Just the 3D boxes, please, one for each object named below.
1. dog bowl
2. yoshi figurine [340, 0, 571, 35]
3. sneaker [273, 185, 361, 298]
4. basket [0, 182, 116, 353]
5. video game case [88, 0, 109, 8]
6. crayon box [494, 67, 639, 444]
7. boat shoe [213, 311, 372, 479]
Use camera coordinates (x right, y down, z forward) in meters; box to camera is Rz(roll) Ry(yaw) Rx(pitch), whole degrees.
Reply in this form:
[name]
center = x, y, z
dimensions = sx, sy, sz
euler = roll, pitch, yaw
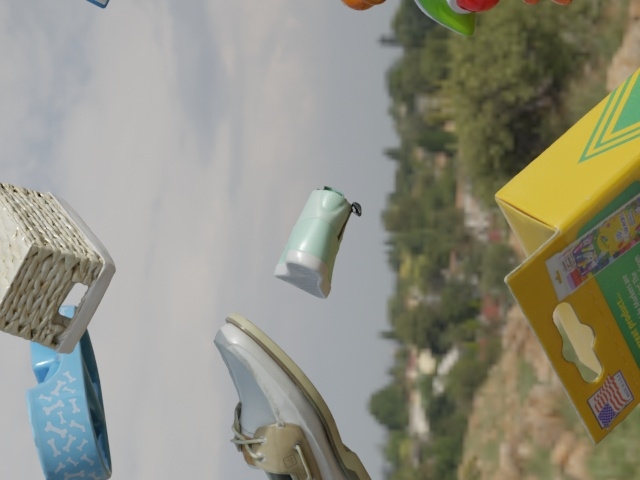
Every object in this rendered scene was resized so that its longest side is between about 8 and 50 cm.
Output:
[dog bowl]
center = -0.326, 0.200, 1.876
dimensions = 0.297, 0.074, 0.166
euler = -108, 5, -49
[yoshi figurine]
center = 0.152, -0.353, 1.562
dimensions = 0.362, 0.203, 0.203
euler = 4, 76, 54
[sneaker]
center = 0.000, 0.000, 2.266
dimensions = 0.256, 0.094, 0.151
euler = 119, 175, -77
[basket]
center = -0.302, 0.022, 1.491
dimensions = 0.167, 0.103, 0.113
euler = 44, 109, 48
[video game case]
center = -0.274, -0.333, 1.523
dimensions = 0.119, 0.166, 0.015
euler = -62, 21, 5
[crayon box]
center = 0.272, -0.023, 1.139
dimensions = 0.083, 0.323, 0.203
euler = 35, 162, 51
[boat shoe]
center = -0.044, 0.218, 1.644
dimensions = 0.302, 0.103, 0.113
euler = 58, 164, -26
